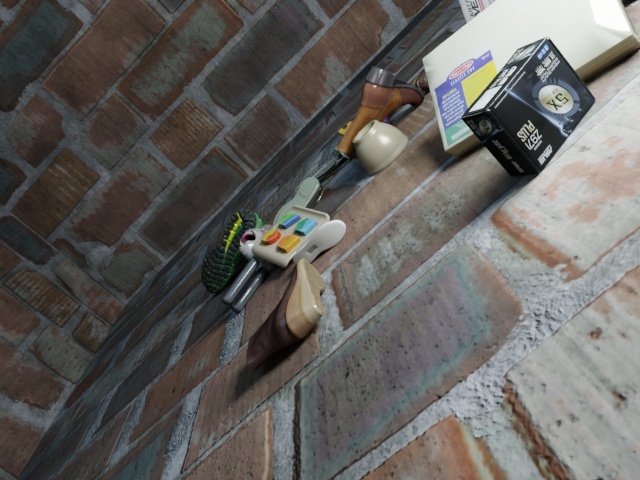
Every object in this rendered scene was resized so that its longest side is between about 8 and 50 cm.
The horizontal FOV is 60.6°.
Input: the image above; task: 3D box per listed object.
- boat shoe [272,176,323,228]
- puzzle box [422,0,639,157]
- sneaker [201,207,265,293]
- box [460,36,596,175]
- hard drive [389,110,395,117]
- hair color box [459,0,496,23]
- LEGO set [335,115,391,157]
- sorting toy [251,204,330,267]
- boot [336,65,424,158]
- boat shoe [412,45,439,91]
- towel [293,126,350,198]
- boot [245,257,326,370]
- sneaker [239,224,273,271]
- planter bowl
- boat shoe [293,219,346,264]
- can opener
[{"bbox_3d":[-0.072,-0.109,1.869,0.081,0.068,0.228,38,89,34],"label":"boat shoe"},{"bbox_3d":[0.403,-0.386,1.132,0.409,0.052,0.272,-30,56,42],"label":"puzzle box"},{"bbox_3d":[-0.310,0.054,2.018,0.134,0.146,0.343,38,97,29],"label":"sneaker"},{"bbox_3d":[0.357,-0.226,0.939,0.180,0.147,0.077,-49,17,-11],"label":"box"},{"bbox_3d":[0.218,-0.445,2.018,0.094,0.022,0.135,-52,17,-19],"label":"hard drive"},{"bbox_3d":[0.493,-0.587,1.196,0.374,0.185,0.113,-2,42,41],"label":"hair color box"},{"bbox_3d":[0.142,-0.370,1.880,0.227,0.087,0.093,-38,54,16],"label":"LEGO set"},{"bbox_3d":[-0.096,-0.022,1.641,0.208,0.038,0.193,-48,36,-19],"label":"sorting toy"},{"bbox_3d":[0.196,-0.373,1.733,0.096,0.264,0.280,31,106,34],"label":"boot"},{"bbox_3d":[0.389,-0.578,1.831,0.207,0.073,0.073,-59,21,-16],"label":"boat shoe"},{"bbox_3d":[0.029,-0.321,2.136,0.312,0.056,0.324,-35,21,35],"label":"towel"},{"bbox_3d":[-0.087,0.157,1.230,0.207,0.090,0.248,-40,21,14],"label":"boot"},{"bbox_3d":[-0.210,-0.002,1.873,0.103,0.111,0.252,-41,17,17],"label":"sneaker"},{"bbox_3d":[0.165,-0.287,1.625,0.162,0.109,0.162,-42,18,16],"label":"planter bowl"},{"bbox_3d":[0.000,0.000,1.453,0.184,0.066,0.063,-48,14,31],"label":"boat shoe"},{"bbox_3d":[-0.188,0.089,1.668,0.283,0.076,0.095,-56,18,-26],"label":"can opener"}]
